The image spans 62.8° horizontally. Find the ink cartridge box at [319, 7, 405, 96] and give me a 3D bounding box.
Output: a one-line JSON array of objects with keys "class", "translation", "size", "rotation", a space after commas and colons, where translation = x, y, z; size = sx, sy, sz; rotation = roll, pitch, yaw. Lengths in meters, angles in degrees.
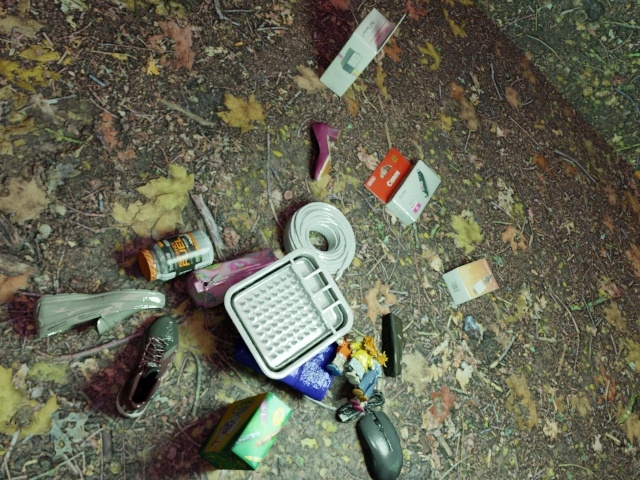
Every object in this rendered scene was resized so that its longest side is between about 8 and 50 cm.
[{"class": "ink cartridge box", "translation": [0.159, -0.749, 2.035], "size": [0.119, 0.353, 0.207], "rotation": [38, 55, -10]}]

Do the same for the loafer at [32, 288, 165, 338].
[{"class": "loafer", "translation": [-0.569, 0.190, 1.367], "size": [0.319, 0.112, 0.112], "rotation": [-4, 76, -23]}]

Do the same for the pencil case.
[{"class": "pencil case", "translation": [-0.257, 0.113, 1.564], "size": [0.284, 0.124, 0.124], "rotation": [-16, 78, -34]}]

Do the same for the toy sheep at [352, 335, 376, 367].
[{"class": "toy sheep", "translation": [0.145, 0.369, 1.702], "size": [0.091, 0.091, 0.132], "rotation": [-32, 101, -35]}]

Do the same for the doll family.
[{"class": "doll family", "translation": [0.139, 0.387, 1.579], "size": [0.263, 0.118, 0.163], "rotation": [61, 41, -28]}]

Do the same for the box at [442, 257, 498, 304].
[{"class": "box", "translation": [0.583, 0.159, 2.036], "size": [0.170, 0.091, 0.130], "rotation": [-15, 77, -33]}]

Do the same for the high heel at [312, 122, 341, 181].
[{"class": "high heel", "translation": [-0.011, -0.332, 1.942], "size": [0.117, 0.082, 0.244], "rotation": [17, 71, 10]}]

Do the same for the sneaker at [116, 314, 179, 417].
[{"class": "sneaker", "translation": [-0.425, 0.312, 1.354], "size": [0.106, 0.162, 0.281], "rotation": [25, 59, -18]}]

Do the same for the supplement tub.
[{"class": "supplement tub", "translation": [-0.416, 0.045, 1.506], "size": [0.190, 0.117, 0.117], "rotation": [-21, 80, -34]}]

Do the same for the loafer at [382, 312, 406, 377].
[{"class": "loafer", "translation": [0.260, 0.353, 1.773], "size": [0.078, 0.080, 0.220], "rotation": [14, 62, -23]}]

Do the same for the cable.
[{"class": "cable", "translation": [0.000, 0.000, 1.779], "size": [0.257, 0.089, 0.257], "rotation": [45, 54, -4]}]

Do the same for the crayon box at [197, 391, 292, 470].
[{"class": "crayon box", "translation": [-0.197, 0.489, 1.334], "size": [0.081, 0.278, 0.165], "rotation": [42, 55, -8]}]

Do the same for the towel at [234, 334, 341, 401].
[{"class": "towel", "translation": [-0.083, 0.308, 1.541], "size": [0.308, 0.076, 0.228], "rotation": [30, 53, -16]}]

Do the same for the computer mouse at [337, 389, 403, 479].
[{"class": "computer mouse", "translation": [0.179, 0.614, 1.618], "size": [0.188, 0.072, 0.272], "rotation": [-14, 76, -34]}]

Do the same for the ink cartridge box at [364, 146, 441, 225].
[{"class": "ink cartridge box", "translation": [0.333, -0.231, 2.087], "size": [0.239, 0.060, 0.275], "rotation": [43, 55, -8]}]

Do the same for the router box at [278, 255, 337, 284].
[{"class": "router box", "translation": [-0.051, 0.116, 1.668], "size": [0.179, 0.133, 0.046], "rotation": [34, 71, -13]}]

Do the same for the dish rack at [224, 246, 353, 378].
[{"class": "dish rack", "translation": [-0.093, 0.203, 1.495], "size": [0.332, 0.072, 0.286], "rotation": [-30, 88, -33]}]
